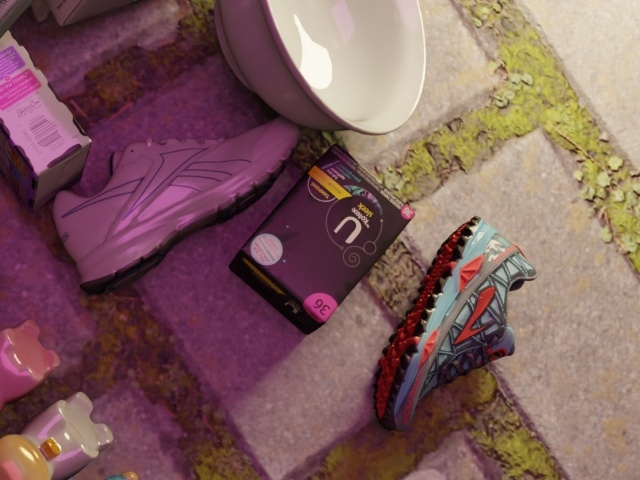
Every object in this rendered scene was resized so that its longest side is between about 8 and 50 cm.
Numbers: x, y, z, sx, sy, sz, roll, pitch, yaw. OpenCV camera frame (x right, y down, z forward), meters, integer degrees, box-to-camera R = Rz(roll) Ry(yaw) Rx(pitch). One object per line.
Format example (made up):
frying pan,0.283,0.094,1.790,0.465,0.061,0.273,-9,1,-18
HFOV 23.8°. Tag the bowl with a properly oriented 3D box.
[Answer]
bowl,-0.020,-0.240,1.648,0.298,0.134,0.298,26,56,-47

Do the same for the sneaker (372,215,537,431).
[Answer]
sneaker,0.155,0.105,1.662,0.125,0.104,0.262,32,74,-7

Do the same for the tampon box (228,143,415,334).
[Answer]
tampon box,0.000,0.000,1.648,0.120,0.101,0.161,40,73,-1

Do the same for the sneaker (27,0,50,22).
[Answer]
sneaker,-0.369,-0.298,1.647,0.190,0.071,0.083,25,80,-6

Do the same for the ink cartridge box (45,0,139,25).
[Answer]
ink cartridge box,-0.248,-0.404,1.636,0.211,0.121,0.289,-26,84,-40

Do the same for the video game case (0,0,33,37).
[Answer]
video game case,-0.408,-0.293,1.511,0.274,0.026,0.196,30,67,14

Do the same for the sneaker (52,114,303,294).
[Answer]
sneaker,-0.152,-0.064,1.627,0.297,0.111,0.129,-32,83,-17

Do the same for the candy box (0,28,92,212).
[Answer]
candy box,-0.326,-0.142,1.572,0.070,0.165,0.196,-35,88,-17

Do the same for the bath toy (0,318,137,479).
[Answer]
bath toy,-0.333,0.160,1.534,0.129,0.151,0.348,-33,86,18
